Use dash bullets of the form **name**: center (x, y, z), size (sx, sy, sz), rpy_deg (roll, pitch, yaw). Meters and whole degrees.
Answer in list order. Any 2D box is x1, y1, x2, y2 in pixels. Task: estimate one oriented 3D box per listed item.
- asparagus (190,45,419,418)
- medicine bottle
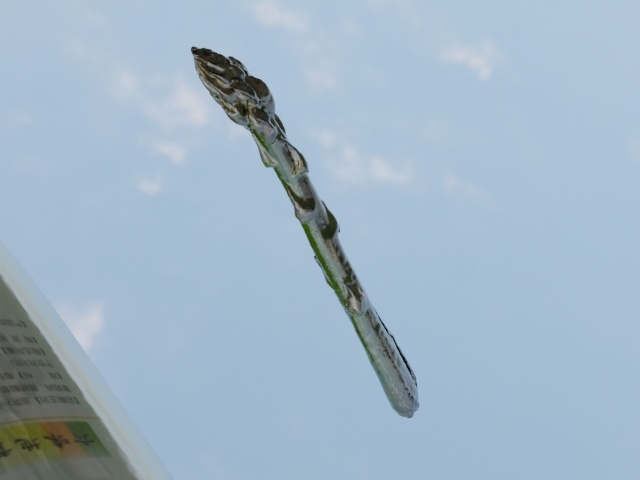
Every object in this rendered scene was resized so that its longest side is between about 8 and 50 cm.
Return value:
- **asparagus**: center (0.000, 0.000, 0.731), size (0.022, 0.233, 0.023), rpy_deg (20, -118, 40)
- **medicine bottle**: center (-0.177, 0.126, 0.916), size (0.179, 0.124, 0.324), rpy_deg (-5, -138, -43)
